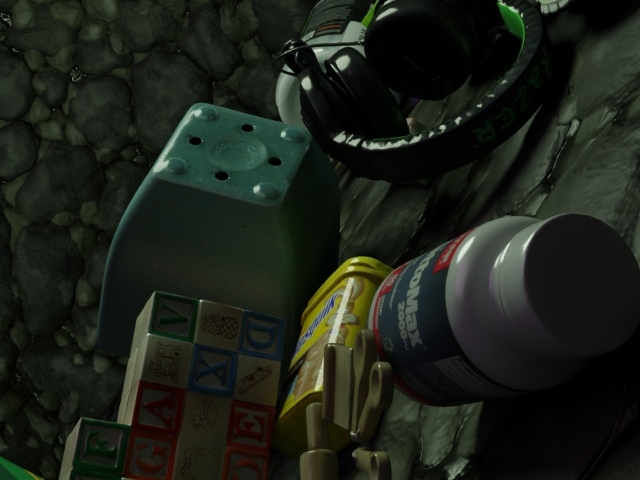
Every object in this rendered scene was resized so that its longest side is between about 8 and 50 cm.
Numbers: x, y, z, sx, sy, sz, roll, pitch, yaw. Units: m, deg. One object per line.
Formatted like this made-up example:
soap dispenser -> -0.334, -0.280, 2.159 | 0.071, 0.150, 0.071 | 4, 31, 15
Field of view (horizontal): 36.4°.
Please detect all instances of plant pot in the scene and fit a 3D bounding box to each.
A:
plant pot -> -0.108, -0.011, 1.138 | 0.248, 0.247, 0.252 | -69, -9, -47

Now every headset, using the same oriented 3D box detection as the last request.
headset -> 0.086, -0.165, 1.077 | 0.243, 0.185, 0.394 | -47, 39, -15

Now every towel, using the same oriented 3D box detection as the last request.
towel -> 0.151, -0.230, 1.459 | 0.083, 0.009, 0.060 | -45, 17, 46

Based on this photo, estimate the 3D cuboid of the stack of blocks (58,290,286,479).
stack of blocks -> -0.139, 0.202, 0.863 | 0.087, 0.171, 0.297 | 135, 145, -60

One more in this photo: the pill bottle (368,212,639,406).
pill bottle -> 0.113, 0.044, 0.614 | 0.108, 0.108, 0.180 | -62, 12, -24

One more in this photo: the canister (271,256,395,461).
canister -> 0.016, 0.114, 0.928 | 0.126, 0.073, 0.170 | -49, 16, 43

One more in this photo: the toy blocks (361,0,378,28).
toy blocks -> 0.237, -0.439, 1.325 | 0.381, 0.190, 0.261 | -50, 2, 31

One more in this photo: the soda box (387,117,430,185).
soda box -> 0.098, -0.109, 1.212 | 0.058, 0.063, 0.183 | -56, 11, -2

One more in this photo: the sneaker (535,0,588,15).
sneaker -> 0.236, -0.280, 0.952 | 0.081, 0.094, 0.208 | -21, 17, 4

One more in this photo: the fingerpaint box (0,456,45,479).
fingerpaint box -> -0.519, 0.520, 1.335 | 0.445, 0.371, 0.163 | -56, 13, 10

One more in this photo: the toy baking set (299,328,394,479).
toy baking set -> 0.016, 0.178, 0.649 | 0.197, 0.030, 0.256 | 113, 157, -62

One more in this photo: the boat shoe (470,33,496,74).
boat shoe -> 0.183, -0.308, 1.100 | 0.121, 0.119, 0.335 | -51, -29, -26

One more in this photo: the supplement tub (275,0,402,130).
supplement tub -> 0.049, -0.289, 1.584 | 0.193, 0.193, 0.316 | -49, 14, 35
